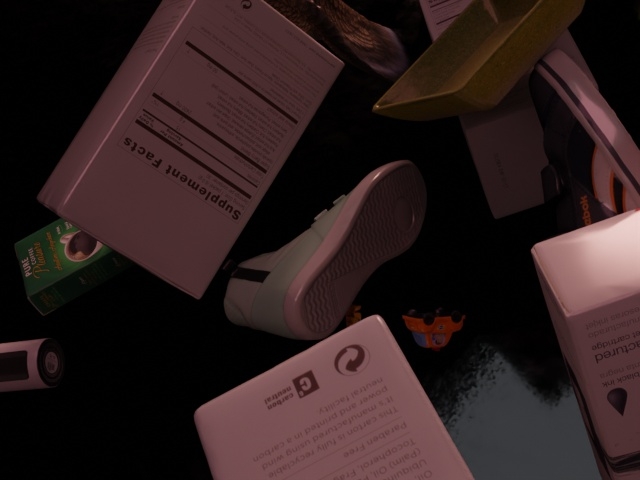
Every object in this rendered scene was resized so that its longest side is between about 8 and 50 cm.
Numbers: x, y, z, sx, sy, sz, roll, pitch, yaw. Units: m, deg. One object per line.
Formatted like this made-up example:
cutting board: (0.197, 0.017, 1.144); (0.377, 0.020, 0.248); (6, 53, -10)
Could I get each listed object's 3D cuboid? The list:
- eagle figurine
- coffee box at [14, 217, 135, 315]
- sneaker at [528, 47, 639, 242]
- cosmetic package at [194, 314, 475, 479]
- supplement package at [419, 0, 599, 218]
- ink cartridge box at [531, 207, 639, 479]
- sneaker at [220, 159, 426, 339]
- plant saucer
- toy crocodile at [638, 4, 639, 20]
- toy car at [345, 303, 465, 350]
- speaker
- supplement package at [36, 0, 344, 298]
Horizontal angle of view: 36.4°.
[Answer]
eagle figurine: (-0.017, -0.291, 1.146); (0.225, 0.298, 0.226); (-17, 42, 0)
coffee box: (-0.276, 0.003, 1.183); (0.184, 0.040, 0.113); (-30, 44, -5)
sneaker: (0.243, -0.012, 0.840); (0.127, 0.126, 0.321); (-33, 70, 16)
cosmetic package: (0.084, 0.294, 0.623); (0.161, 0.230, 0.453); (-28, 44, -1)
supplement package: (0.208, -0.170, 1.052); (0.133, 0.139, 0.244); (-19, 46, 10)
ink cartridge box: (0.272, 0.092, 0.702); (0.172, 0.237, 0.100); (-20, 29, 7)
sneaker: (0.000, 0.000, 1.029); (0.151, 0.094, 0.256); (0, 37, 45)
plant saucer: (0.156, -0.177, 0.911); (0.188, 0.045, 0.188); (-47, 17, -12)
toy crocodile: (0.345, -0.296, 1.018); (0.340, 0.115, 0.105); (5, 10, -30)
toy car: (0.083, 0.085, 0.963); (0.122, 0.060, 0.041); (1, 93, 46)
speaker: (-0.357, 0.142, 1.084); (0.136, 0.055, 0.055); (-7, 48, 18)
supplement package: (-0.144, -0.114, 1.045); (0.293, 0.175, 0.177); (-58, 23, -6)
